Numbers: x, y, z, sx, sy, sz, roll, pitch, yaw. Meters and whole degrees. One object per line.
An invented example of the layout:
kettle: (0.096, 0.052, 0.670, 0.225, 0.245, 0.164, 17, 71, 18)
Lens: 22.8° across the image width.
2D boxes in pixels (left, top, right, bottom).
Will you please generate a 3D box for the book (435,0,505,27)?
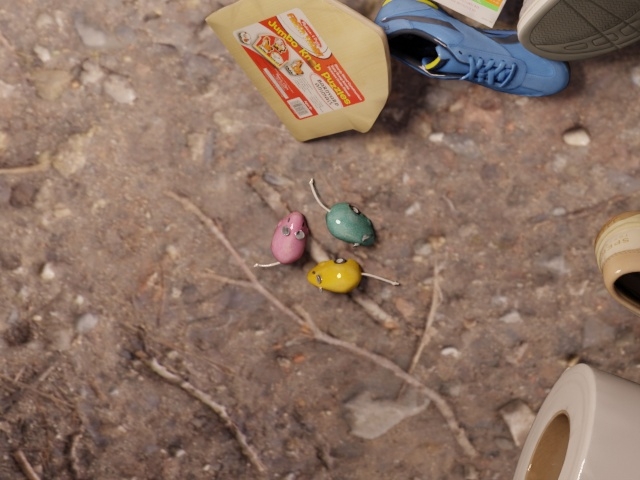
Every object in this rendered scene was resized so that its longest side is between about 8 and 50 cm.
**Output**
book: (0.156, -0.293, 1.550, 0.096, 0.035, 0.144, 23, 122, -4)

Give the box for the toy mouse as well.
toy mouse: (0.000, 0.000, 1.753, 0.161, 0.031, 0.143, -2, 122, 8)

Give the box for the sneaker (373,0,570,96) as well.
sneaker: (0.150, -0.179, 1.590, 0.209, 0.082, 0.069, 20, 128, -7)

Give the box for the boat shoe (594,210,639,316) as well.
boat shoe: (0.449, 0.088, 1.707, 0.341, 0.110, 0.122, 22, 122, -7)

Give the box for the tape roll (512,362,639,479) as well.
tape roll: (0.326, 0.277, 1.763, 0.169, 0.246, 0.246, 19, 122, -6)

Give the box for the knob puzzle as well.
knob puzzle: (-0.001, -0.190, 1.603, 0.213, 0.030, 0.213, 22, 143, 18)

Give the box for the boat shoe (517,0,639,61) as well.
boat shoe: (0.313, -0.291, 1.504, 0.118, 0.103, 0.320, 24, 130, -31)
